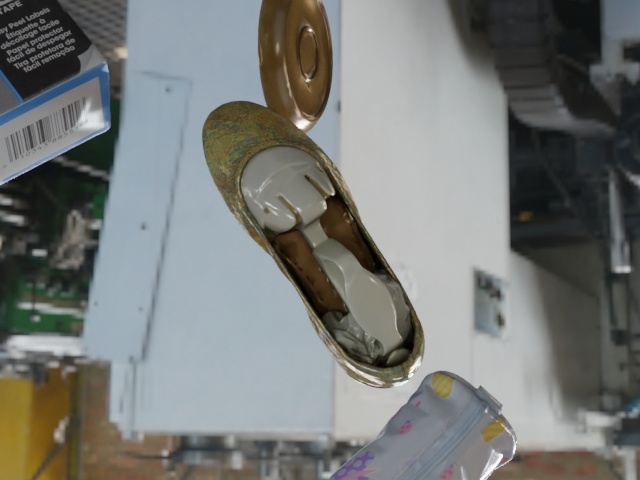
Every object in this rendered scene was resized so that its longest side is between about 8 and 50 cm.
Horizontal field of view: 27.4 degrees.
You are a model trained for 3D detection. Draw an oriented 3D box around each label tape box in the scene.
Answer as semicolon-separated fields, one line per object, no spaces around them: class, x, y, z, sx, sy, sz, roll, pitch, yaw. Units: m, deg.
label tape box;-0.375;-0.185;1.151;0.241;0.333;0.106;-32;158;-21

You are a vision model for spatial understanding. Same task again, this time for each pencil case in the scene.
pencil case;0.056;0.239;1.188;0.113;0.273;0.124;39;155;22

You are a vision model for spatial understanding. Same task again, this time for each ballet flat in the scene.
ballet flat;0.000;0.000;1.350;0.123;0.348;0.123;-32;-177;2

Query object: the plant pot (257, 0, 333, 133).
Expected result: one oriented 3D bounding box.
plant pot;-0.028;-0.258;1.819;0.032;0.236;0.236;0;171;19
